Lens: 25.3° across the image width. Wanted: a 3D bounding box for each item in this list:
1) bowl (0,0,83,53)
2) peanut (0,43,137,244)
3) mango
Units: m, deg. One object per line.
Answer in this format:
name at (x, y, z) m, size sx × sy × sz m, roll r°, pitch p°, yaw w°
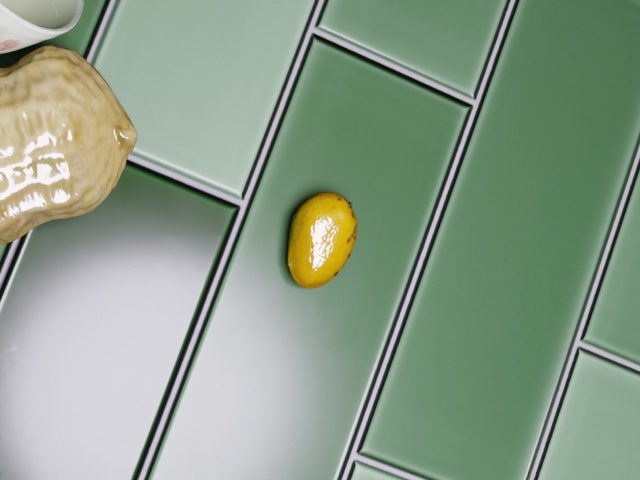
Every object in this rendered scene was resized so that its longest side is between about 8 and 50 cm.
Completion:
bowl at (-0.377, -0.302, 1.447) m, size 0.145 × 0.277 × 0.277 m, roll -28°, pitch 95°, yaw 19°
peanut at (-0.310, -0.105, 1.509) m, size 0.233 × 0.110 × 0.196 m, roll -17°, pitch 91°, yaw -15°
mango at (0.000, 0.000, 1.622) m, size 0.079 × 0.057 × 0.114 m, roll 24°, pitch 83°, yaw -21°
